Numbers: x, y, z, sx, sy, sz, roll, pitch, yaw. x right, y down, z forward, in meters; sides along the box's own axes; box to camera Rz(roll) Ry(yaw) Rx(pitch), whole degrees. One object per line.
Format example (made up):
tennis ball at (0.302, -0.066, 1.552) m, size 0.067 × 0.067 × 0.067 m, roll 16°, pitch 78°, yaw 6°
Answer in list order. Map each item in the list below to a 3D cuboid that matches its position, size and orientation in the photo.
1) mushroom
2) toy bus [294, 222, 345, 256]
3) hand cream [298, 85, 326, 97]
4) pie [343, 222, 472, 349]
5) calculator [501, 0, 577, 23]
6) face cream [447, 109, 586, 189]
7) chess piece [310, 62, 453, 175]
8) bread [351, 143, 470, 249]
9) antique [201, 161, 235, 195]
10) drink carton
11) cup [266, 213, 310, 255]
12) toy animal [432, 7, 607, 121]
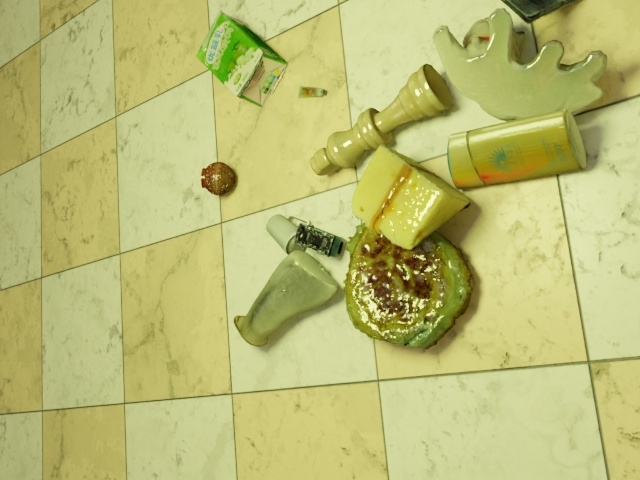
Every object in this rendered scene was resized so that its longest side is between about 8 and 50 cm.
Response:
mushroom at (-0.102, 0.166, 1.767) m, size 0.329 × 0.122 × 0.159 m, roll -46°, pitch 50°, yaw 25°
toy bus at (0.000, 0.000, 1.736) m, size 0.122 × 0.074 × 0.060 m, roll 22°, pitch 97°, yaw 39°
hand cream at (-0.026, -0.404, 1.848) m, size 0.102 × 0.022 × 0.035 m, roll 14°, pitch 100°, yaw 43°
pie at (0.180, 0.089, 1.565) m, size 0.354 × 0.102 × 0.289 m, roll 17°, pitch 96°, yaw 39°
calculator at (0.423, -0.571, 1.456) m, size 0.161 × 0.021 × 0.262 m, roll -28°, pitch 59°, yaw -11°
face cream at (0.396, -0.185, 1.425) m, size 0.285 × 0.067 × 0.139 m, roll -7°, pitch 124°, yaw 38°
chess piece at (0.128, -0.273, 1.653) m, size 0.397 × 0.117 × 0.117 m, roll -30°, pitch 67°, yaw 33°
bread at (0.191, -0.084, 1.536) m, size 0.240 × 0.135 × 0.178 m, roll 44°, pitch 109°, yaw 42°
antique at (-0.297, -0.181, 1.983) m, size 0.104 × 0.104 × 0.104 m, roll -6°, pitch 80°, yaw 38°
drink carton at (-0.232, -0.529, 1.971) m, size 0.271 × 0.108 × 0.161 m, roll 47°, pitch 112°, yaw 32°
cup at (-0.080, -0.027, 1.815) m, size 0.104 × 0.074 × 0.116 m, roll -45°, pitch 51°, yaw -3°
toy animal at (0.432, -0.367, 1.413) m, size 0.307 × 0.188 × 0.266 m, roll -14°, pitch 99°, yaw 31°
